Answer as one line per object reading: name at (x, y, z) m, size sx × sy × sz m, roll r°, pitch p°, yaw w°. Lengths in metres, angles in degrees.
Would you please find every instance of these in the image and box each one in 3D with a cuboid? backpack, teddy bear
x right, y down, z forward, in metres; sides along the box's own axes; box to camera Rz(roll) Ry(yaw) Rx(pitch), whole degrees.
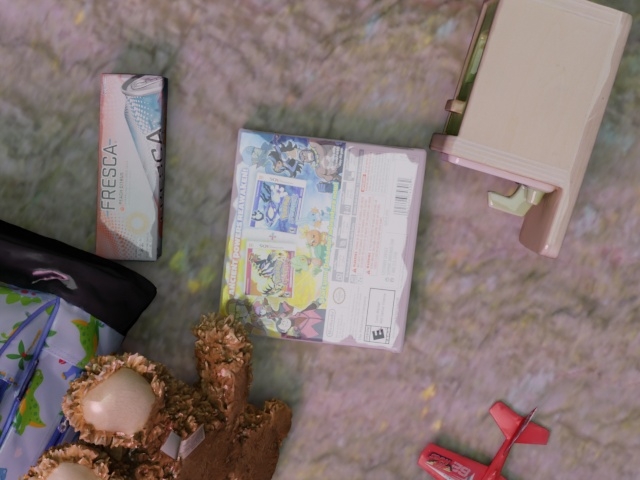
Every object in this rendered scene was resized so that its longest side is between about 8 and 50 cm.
backpack at (-0.355, 0.152, 1.308) m, size 0.290 × 0.273 × 0.355 m, roll 20°, pitch 91°, yaw 21°
teddy bear at (-0.154, 0.181, 1.326) m, size 0.113 × 0.338 × 0.245 m, roll 21°, pitch 107°, yaw 26°

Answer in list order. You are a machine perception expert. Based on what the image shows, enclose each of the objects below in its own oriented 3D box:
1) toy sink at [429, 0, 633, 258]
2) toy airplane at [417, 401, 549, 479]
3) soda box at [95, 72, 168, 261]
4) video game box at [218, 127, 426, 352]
toy sink at (0.185, -0.117, 1.380) m, size 0.131 × 0.153 × 0.234 m, roll 16°, pitch 95°, yaw -2°
toy airplane at (0.175, 0.228, 1.468) m, size 0.151 × 0.028 × 0.151 m, roll 0°, pitch 95°, yaw -2°
soda box at (-0.185, -0.071, 1.424) m, size 0.063 × 0.058 × 0.183 m, roll 2°, pitch 95°, yaw -1°
video game box at (0.000, 0.000, 1.438) m, size 0.187 × 0.048 × 0.205 m, roll 7°, pitch 94°, yaw -3°
